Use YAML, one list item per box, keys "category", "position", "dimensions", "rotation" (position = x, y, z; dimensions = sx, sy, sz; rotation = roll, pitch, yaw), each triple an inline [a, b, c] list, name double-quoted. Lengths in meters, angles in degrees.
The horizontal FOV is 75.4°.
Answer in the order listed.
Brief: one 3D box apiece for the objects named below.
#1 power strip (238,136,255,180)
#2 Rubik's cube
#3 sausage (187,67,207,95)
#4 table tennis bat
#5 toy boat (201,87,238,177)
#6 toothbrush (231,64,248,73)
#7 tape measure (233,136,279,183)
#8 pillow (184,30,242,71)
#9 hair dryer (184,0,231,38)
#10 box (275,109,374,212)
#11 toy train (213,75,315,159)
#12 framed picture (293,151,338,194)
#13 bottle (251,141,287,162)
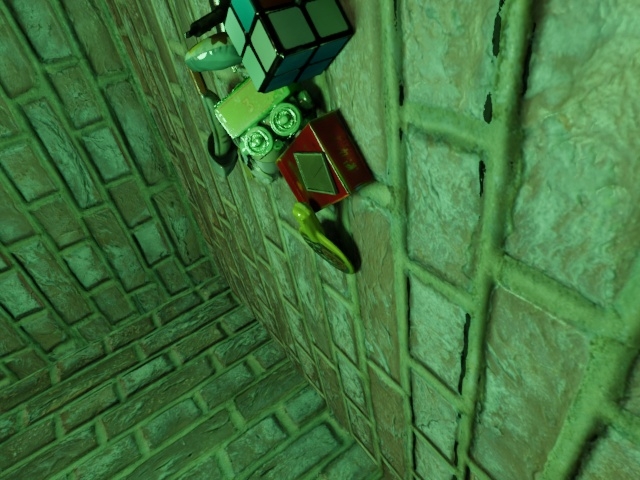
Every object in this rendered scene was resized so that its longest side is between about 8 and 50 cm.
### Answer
- category: "power strip"
  position: [-0.298, -0.371, 1.600]
  dimensions: [0.064, 0.044, 0.305]
  rotation: [37, 149, 46]
- category: "Rubik's cube"
  position: [-0.072, -0.437, 0.851]
  dimensions: [0.180, 0.183, 0.167]
  rotation: [65, 156, -3]
- category: "sausage"
  position: [-0.502, -0.660, 1.688]
  dimensions: [0.039, 0.041, 0.131]
  rotation: [-116, 6, -66]
- category: "table tennis bat"
  position: [0.000, 0.000, 1.269]
  dimensions: [0.224, 0.054, 0.368]
  rotation: [34, 166, 32]
- category: "toy boat"
  position: [-0.357, -0.399, 1.471]
  dimensions: [0.276, 0.111, 0.293]
  rotation: [-110, 18, -57]
- category: "toothbrush"
  position: [-0.229, -0.503, 1.210]
  dimensions: [0.375, 0.028, 0.037]
  rotation: [49, 164, 60]
- category: "tape measure"
  position: [-0.221, -0.299, 1.437]
  dimensions: [0.196, 0.105, 0.178]
  rotation: [47, 153, 34]
- category: "pillow"
  position: [-0.236, -0.485, 1.074]
  dimensions: [0.214, 0.233, 0.086]
  rotation: [9, 122, 52]
- category: "hair dryer"
  position: [-0.291, -0.565, 1.117]
  dimensions: [0.078, 0.248, 0.195]
  rotation: [9, 134, 19]
- category: "box"
  position: [-0.003, -0.191, 1.119]
  dimensions: [0.197, 0.089, 0.313]
  rotation: [59, 158, -5]
- category: "toy train"
  position: [-0.137, -0.331, 1.067]
  dimensions: [0.243, 0.132, 0.188]
  rotation: [-29, 103, 27]
- category: "framed picture"
  position: [-0.015, -0.170, 1.041]
  dimensions: [0.149, 0.011, 0.109]
  rotation: [20, 137, 57]
- category: "bottle"
  position: [-0.156, -0.360, 1.203]
  dimensions: [0.120, 0.120, 0.253]
  rotation: [44, 146, 36]
